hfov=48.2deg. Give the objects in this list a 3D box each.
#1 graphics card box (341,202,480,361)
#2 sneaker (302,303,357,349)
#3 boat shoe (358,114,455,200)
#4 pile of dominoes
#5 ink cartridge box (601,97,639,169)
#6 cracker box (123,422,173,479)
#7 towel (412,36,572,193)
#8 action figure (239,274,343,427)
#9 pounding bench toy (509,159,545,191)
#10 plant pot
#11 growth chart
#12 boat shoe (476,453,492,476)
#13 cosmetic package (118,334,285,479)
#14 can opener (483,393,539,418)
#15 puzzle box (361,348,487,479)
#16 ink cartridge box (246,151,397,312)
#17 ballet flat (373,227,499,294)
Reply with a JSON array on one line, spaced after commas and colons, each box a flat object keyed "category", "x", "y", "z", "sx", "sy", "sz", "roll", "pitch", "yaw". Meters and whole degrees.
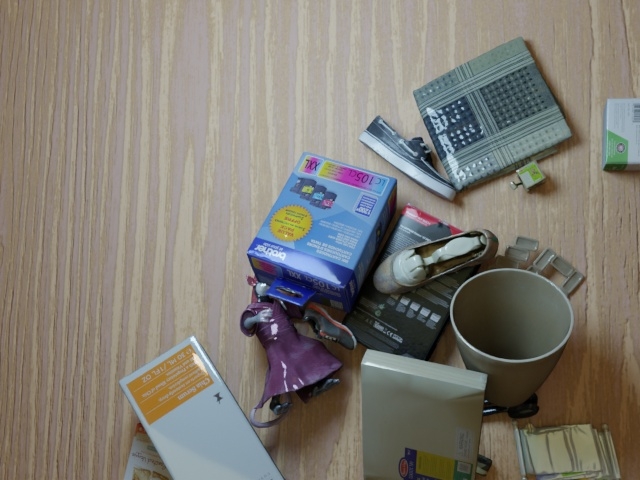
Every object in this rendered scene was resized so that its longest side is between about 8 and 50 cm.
[{"category": "graphics card box", "x": 0.234, "y": 0.123, "z": 1.792, "sx": 0.232, "sy": 0.094, "sz": 0.371, "roll": 28, "pitch": 90, "yaw": 17}, {"category": "sneaker", "x": 0.017, "y": 0.227, "z": 1.758, "sx": 0.158, "sy": 0.061, "sz": 0.065, "roll": 40, "pitch": 53, "yaw": -4}, {"category": "boat shoe", "x": 0.238, "y": -0.217, "z": 1.836, "sx": 0.301, "sy": 0.108, "sz": 0.102, "roll": 40, "pitch": 96, "yaw": 25}, {"category": "pile of dominoes", "x": 0.482, "y": 0.119, "z": 1.740, "sx": 0.196, "sy": 0.040, "sz": 0.251, "roll": 41, "pitch": 92, "yaw": -2}, {"category": "ink cartridge box", "x": 0.784, "y": -0.248, "z": 1.681, "sx": 0.219, "sy": 0.092, "sz": 0.161, "roll": 3, "pitch": 84, "yaw": 16}, {"category": "cracker box", "x": -0.443, "y": 0.625, "z": 1.934, "sx": 0.155, "sy": 0.067, "sz": 0.233, "roll": 11, "pitch": 86, "yaw": 17}, {"category": "towel", "x": 0.435, "y": -0.319, "z": 1.823, "sx": 0.324, "sy": 0.056, "sz": 0.312, "roll": -25, "pitch": 73, "yaw": 14}, {"category": "action figure", "x": -0.101, "y": 0.250, "z": 1.852, "sx": 0.276, "sy": 0.248, "sz": 0.370, "roll": -54, "pitch": 56, "yaw": 40}, {"category": "pounding bench toy", "x": 0.505, "y": -0.149, "z": 1.763, "sx": 0.083, "sy": 0.065, "sz": 0.052, "roll": -30, "pitch": 76, "yaw": 10}, {"category": "plant pot", "x": 0.424, "y": 0.248, "z": 1.615, "sx": 0.256, "sy": 0.274, "sz": 0.257, "roll": -6, "pitch": 45, "yaw": 6}, {"category": "growth chart", "x": 0.576, "y": 0.508, "z": 1.676, "sx": 0.237, "sy": 0.021, "sz": 0.172, "roll": -4, "pitch": 82, "yaw": 16}, {"category": "boat shoe", "x": 0.344, "y": 0.508, "z": 1.730, "sx": 0.152, "sy": 0.056, "sz": 0.049, "roll": 34, "pitch": 88, "yaw": 8}, {"category": "cosmetic package", "x": -0.294, "y": 0.497, "z": 1.816, "sx": 0.230, "sy": 0.161, "sz": 0.453, "roll": -33, "pitch": 72, "yaw": -12}, {"category": "can opener", "x": 0.430, "y": 0.394, "z": 1.717, "sx": 0.186, "sy": 0.073, "sz": 0.059, "roll": -8, "pitch": 88, "yaw": 24}, {"category": "puzzle box", "x": 0.229, "y": 0.438, "z": 1.640, "sx": 0.271, "sy": 0.052, "sz": 0.409, "roll": 9, "pitch": 127, "yaw": 17}, {"category": "ink cartridge box", "x": 0.000, "y": 0.000, "z": 1.772, "sx": 0.269, "sy": 0.151, "sz": 0.396, "roll": 18, "pitch": 64, "yaw": 18}, {"category": "ballet flat", "x": 0.263, "y": 0.041, "z": 1.690, "sx": 0.315, "sy": 0.106, "sz": 0.108, "roll": -23, "pitch": 77, "yaw": 12}]
